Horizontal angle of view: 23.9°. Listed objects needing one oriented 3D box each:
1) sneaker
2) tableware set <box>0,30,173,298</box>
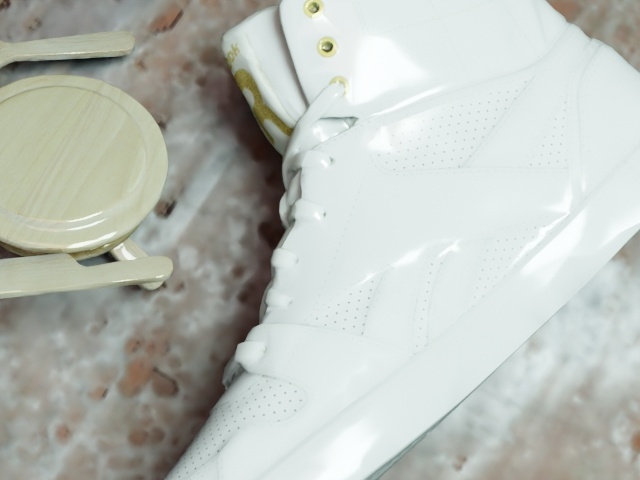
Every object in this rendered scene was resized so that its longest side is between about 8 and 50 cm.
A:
[{"bbox_3d":[0.000,0.000,0.585,0.292,0.108,0.169,-42,83,-22],"label":"sneaker"},{"bbox_3d":[-0.157,-0.018,0.596,0.194,0.039,0.128,-5,58,-12],"label":"tableware set"}]
